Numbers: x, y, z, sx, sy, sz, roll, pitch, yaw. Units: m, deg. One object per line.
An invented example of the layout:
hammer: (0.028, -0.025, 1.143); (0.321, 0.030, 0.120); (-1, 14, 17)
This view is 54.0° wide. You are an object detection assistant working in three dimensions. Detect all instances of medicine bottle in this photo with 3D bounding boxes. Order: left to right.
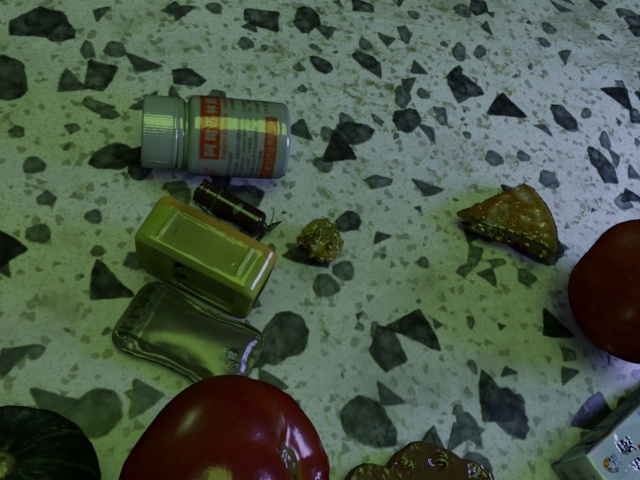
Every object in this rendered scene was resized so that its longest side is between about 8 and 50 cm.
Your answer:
medicine bottle: (-0.185, -0.182, 1.103); (0.252, 0.144, 0.144); (1, 61, -12)

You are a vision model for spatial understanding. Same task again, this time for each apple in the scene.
apple: (0.574, 0.087, 1.104); (0.261, 0.260, 0.216); (-23, 46, -26)

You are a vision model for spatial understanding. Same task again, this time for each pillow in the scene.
pillow: (-0.202, 0.152, 0.968); (0.218, 0.033, 0.130); (28, 56, 1)

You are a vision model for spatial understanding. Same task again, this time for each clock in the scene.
clock: (-0.180, 0.028, 0.981); (0.202, 0.143, 0.096); (27, 65, -1)

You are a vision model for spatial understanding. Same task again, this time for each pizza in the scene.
pizza: (0.356, -0.036, 1.227); (0.199, 0.062, 0.188); (3, 48, -7)

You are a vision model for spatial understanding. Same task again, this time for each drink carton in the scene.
drink carton: (0.543, 0.333, 1.038); (0.315, 0.106, 0.130); (-26, 70, -27)

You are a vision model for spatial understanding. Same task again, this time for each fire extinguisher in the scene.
fire extinguisher: (-0.149, -0.045, 1.095); (0.157, 0.045, 0.078); (29, 85, 0)

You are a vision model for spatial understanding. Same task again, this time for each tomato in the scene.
tomato: (-0.122, 0.313, 0.782); (0.226, 0.299, 0.298); (-27, 65, 16)

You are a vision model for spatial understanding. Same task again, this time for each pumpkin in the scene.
pumpkin: (-0.377, 0.304, 0.763); (0.212, 0.152, 0.211); (1, 46, -2)

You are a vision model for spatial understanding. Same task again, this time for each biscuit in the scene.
biscuit: (0.166, 0.408, 0.923); (0.291, 0.041, 0.208); (16, 59, -8)

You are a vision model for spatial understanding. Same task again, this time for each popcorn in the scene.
popcorn: (0.000, 0.000, 1.101); (0.083, 0.057, 0.082); (6, 58, -10)
